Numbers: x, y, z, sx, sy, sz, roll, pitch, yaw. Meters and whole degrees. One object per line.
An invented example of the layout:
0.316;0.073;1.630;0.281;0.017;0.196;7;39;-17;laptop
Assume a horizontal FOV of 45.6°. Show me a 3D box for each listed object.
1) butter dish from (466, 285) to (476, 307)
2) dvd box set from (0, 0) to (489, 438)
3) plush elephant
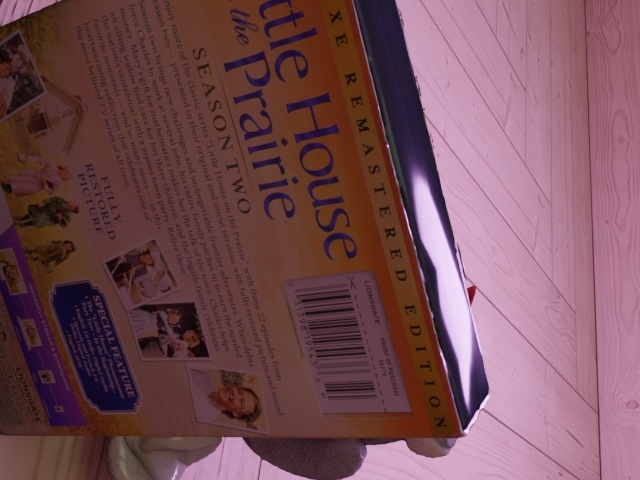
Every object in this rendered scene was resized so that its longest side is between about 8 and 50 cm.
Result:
0.153;0.121;1.234;0.118;0.160;0.160;45;41;-13;butter dish
-0.121;-0.013;0.525;0.062;0.420;0.308;-33;110;-56;dvd box set
-0.080;0.113;0.749;0.255;0.330;0.272;1;67;-36;plush elephant
